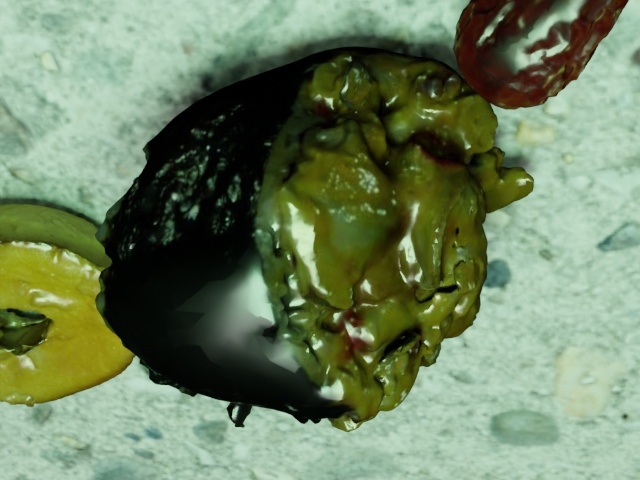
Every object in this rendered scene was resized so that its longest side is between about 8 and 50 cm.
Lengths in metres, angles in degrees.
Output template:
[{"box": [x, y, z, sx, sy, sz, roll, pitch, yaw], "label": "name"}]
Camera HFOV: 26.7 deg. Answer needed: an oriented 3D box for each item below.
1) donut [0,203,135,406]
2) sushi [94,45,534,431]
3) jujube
[{"box": [-0.207, 0.042, 0.949, 0.178, 0.065, 0.162, -16, 128, 20], "label": "donut"}, {"box": [0.004, 0.003, 0.807, 0.204, 0.213, 0.200, -6, 151, 32], "label": "sushi"}, {"box": [0.129, -0.130, 0.742, 0.077, 0.077, 0.129, 33, 122, -15], "label": "jujube"}]
